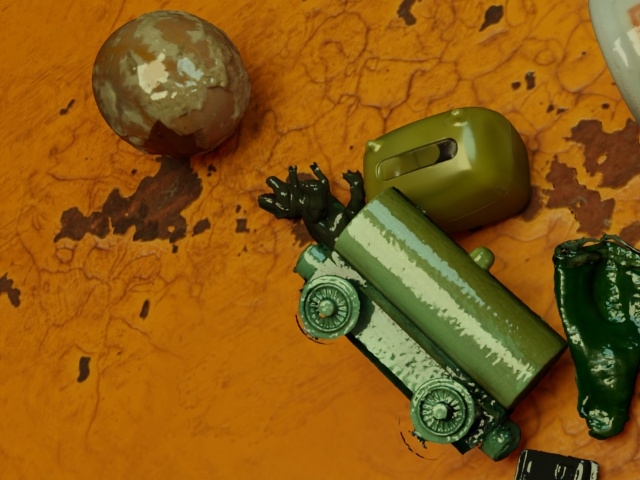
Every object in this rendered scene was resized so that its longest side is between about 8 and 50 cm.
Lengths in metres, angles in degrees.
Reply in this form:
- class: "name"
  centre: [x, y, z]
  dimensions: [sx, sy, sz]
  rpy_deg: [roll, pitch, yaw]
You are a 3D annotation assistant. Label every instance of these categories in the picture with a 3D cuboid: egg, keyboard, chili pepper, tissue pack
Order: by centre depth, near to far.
- class: "keyboard"
  centre: [0.215, 0.323, 1.358]
  dimensions: [0.094, 0.025, 0.230]
  rpy_deg: [6, 74, 39]
- class: "chili pepper"
  centre: [0.279, 0.091, 1.380]
  dimensions: [0.108, 0.062, 0.216]
  rpy_deg: [5, 73, -6]
- class: "tissue pack"
  centre: [0.134, -0.074, 1.526]
  dimensions: [0.178, 0.127, 0.123]
  rpy_deg: [-18, 63, 30]
- class: "egg"
  centre: [-0.198, -0.202, 1.783]
  dimensions: [0.233, 0.195, 0.195]
  rpy_deg: [11, 77, 34]

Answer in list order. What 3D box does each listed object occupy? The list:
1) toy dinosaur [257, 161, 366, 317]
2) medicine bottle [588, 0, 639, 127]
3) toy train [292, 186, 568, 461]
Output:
- class: "toy dinosaur"
  centre: [0.000, 0.000, 1.663]
  dimensions: [0.187, 0.087, 0.179]
  rpy_deg: [36, 130, 55]
- class: "medicine bottle"
  centre: [0.463, -0.237, 1.305]
  dimensions: [0.371, 0.211, 0.211]
  rpy_deg: [-26, 57, 25]
- class: "toy train"
  centre: [0.110, 0.086, 1.422]
  dimensions: [0.307, 0.126, 0.189]
  rpy_deg: [43, 109, 16]
